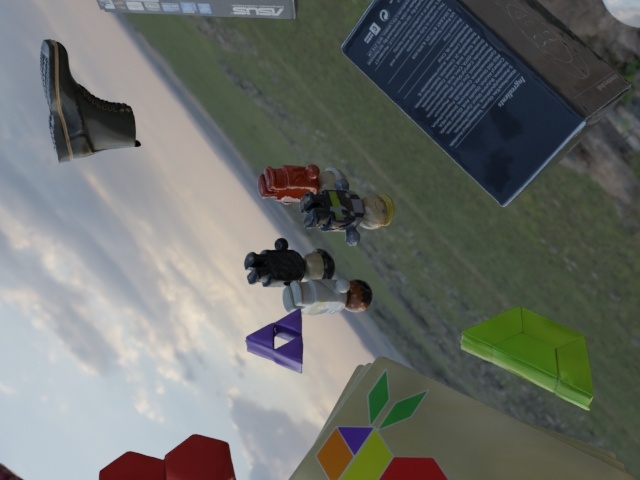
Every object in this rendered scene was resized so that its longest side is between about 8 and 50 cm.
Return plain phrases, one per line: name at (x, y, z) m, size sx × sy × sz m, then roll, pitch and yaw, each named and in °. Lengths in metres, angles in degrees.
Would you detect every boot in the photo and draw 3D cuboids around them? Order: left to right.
boot at (-0.355, -0.222, 1.380) m, size 0.077 × 0.137 × 0.198 m, roll -124°, pitch 30°, yaw -45°

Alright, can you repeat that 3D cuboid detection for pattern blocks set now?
pattern blocks set at (0.067, 0.147, 0.498) m, size 0.325 × 0.285 × 0.026 m, roll 31°, pitch 147°, yaw 30°

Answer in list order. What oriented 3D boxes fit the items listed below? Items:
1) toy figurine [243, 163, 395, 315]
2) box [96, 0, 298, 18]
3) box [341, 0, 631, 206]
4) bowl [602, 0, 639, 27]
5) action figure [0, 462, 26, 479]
toy figurine at (0.000, 0.000, 1.307) m, size 0.148 × 0.213 × 0.209 m, roll 1°, pitch -164°, yaw -32°
box at (-0.244, -0.538, 1.600) m, size 0.318 × 0.395 × 0.097 m, roll 83°, pitch -167°, yaw -67°
box at (0.290, -0.298, 1.539) m, size 0.395 × 0.212 × 0.293 m, roll 46°, pitch -144°, yaw 10°
bowl at (0.392, -0.276, 0.745) m, size 0.134 × 0.298 × 0.298 m, roll 53°, pitch 178°, yaw 33°
action figure at (-0.253, 0.168, 0.416) m, size 0.276 × 0.370 × 0.248 m, roll -175°, pitch 86°, yaw -84°
